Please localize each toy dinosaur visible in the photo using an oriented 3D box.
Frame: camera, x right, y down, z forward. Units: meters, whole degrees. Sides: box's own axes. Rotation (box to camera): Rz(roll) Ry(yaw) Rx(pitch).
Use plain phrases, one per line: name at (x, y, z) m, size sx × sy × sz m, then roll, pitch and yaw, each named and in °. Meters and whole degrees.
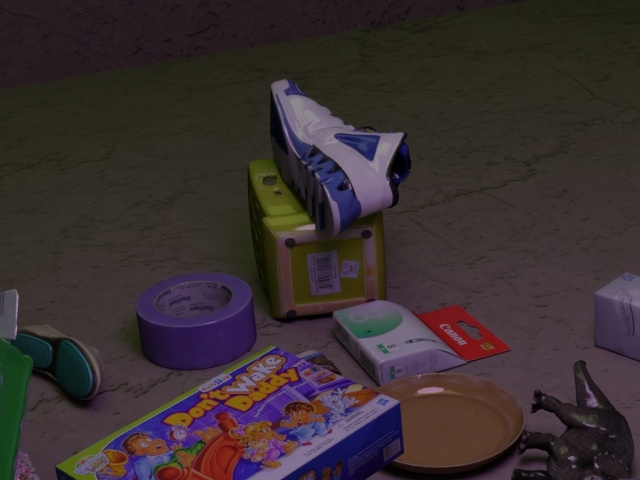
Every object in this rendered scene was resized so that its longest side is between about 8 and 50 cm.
toy dinosaur at (0.337, 0.269, 1.625) m, size 0.160 × 0.121 × 0.313 m, roll 15°, pitch 24°, yaw 13°

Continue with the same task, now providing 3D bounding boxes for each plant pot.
plant pot at (0.000, 0.000, 2.117) m, size 0.227 × 0.228 × 0.207 m, roll -6°, pitch 32°, yaw -3°
plant pot at (0.164, 0.256, 1.746) m, size 0.236 × 0.032 × 0.236 m, roll -4°, pitch 25°, yaw 2°

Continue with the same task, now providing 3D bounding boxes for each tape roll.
tape roll at (-0.200, 0.128, 2.037) m, size 0.189 × 0.080 × 0.189 m, roll -5°, pitch 24°, yaw 2°

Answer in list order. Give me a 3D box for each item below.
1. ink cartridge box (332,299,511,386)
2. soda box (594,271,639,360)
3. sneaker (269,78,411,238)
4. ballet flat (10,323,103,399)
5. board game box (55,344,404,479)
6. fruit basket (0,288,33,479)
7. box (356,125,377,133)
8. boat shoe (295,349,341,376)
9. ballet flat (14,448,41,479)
ink cartridge box at (0.156, 0.142, 1.973) m, size 0.225 × 0.056 × 0.181 m, roll -15°, pitch 27°, yaw -18°
soda box at (0.545, 0.138, 1.853) m, size 0.286 × 0.098 × 0.091 m, roll 20°, pitch 34°, yaw 41°
sneaker at (0.041, -0.135, 2.028) m, size 0.182 × 0.127 × 0.315 m, roll -13°, pitch 46°, yaw -18°
ballet flat at (-0.388, 0.182, 1.964) m, size 0.086 × 0.086 × 0.248 m, roll -24°, pitch 30°, yaw -36°
board game box at (-0.103, 0.261, 1.508) m, size 0.233 × 0.078 × 0.347 m, roll 18°, pitch 34°, yaw 42°
fruit basket at (-0.538, 0.243, 1.625) m, size 0.353 × 0.165 × 0.327 m, roll -17°, pitch 54°, yaw 29°
box at (0.026, -0.082, 2.281) m, size 0.175 × 0.220 × 0.051 m, roll -18°, pitch 37°, yaw -25°
boat shoe at (-0.045, 0.211, 1.841) m, size 0.183 × 0.066 × 0.066 m, roll -26°, pitch 33°, yaw -38°
ballet flat at (-0.382, 0.350, 1.612) m, size 0.077 × 0.091 × 0.241 m, roll 20°, pitch 22°, yaw -21°
